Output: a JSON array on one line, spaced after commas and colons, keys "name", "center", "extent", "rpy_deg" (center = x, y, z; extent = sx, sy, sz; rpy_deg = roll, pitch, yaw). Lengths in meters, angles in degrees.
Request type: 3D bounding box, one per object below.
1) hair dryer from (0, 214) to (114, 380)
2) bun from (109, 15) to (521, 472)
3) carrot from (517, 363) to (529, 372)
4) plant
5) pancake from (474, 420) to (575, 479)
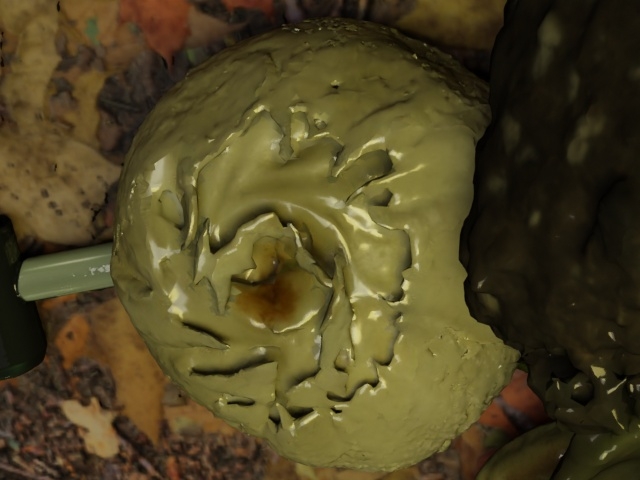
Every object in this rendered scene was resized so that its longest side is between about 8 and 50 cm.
[{"name": "hair dryer", "center": [-0.148, 0.025, 0.985], "extent": [0.198, 0.057, 0.100], "rpy_deg": [-11, 109, 13]}, {"name": "bun", "center": [0.000, 0.000, 0.855], "extent": [0.259, 0.152, 0.259], "rpy_deg": [3, 98, 21]}, {"name": "carrot", "center": [0.252, 0.090, 0.889], "extent": [0.358, 0.074, 0.074], "rpy_deg": [18, 114, 11]}, {"name": "plant", "center": [0.181, 0.015, 0.714], "extent": [0.213, 0.312, 0.215], "rpy_deg": [19, 159, -30]}, {"name": "pancake", "center": [0.185, 0.211, 0.940], "extent": [0.222, 0.042, 0.236], "rpy_deg": [28, 130, 8]}]
